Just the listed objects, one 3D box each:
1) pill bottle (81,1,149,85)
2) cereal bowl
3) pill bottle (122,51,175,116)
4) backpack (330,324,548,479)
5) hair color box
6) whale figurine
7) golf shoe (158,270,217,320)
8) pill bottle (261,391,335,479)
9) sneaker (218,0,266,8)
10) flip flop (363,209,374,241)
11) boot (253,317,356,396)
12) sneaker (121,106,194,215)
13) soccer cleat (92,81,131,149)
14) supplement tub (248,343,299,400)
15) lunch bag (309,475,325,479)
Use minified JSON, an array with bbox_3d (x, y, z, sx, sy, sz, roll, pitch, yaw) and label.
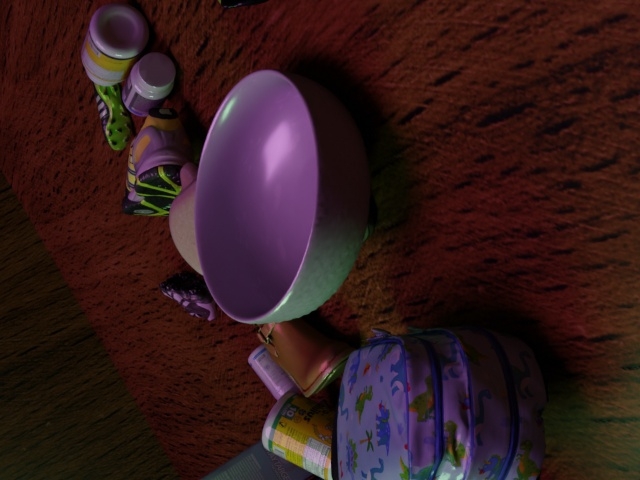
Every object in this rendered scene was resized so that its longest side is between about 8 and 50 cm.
[{"bbox_3d":[-0.371,-0.342,1.843,0.103,0.103,0.184,59,157,1],"label":"pill bottle"},{"bbox_3d":[-0.037,-0.055,1.402,0.339,0.141,0.339,-9,79,57],"label":"cereal bowl"},{"bbox_3d":[-0.300,-0.275,1.814,0.078,0.078,0.137,59,156,0],"label":"pill bottle"},{"bbox_3d":[0.144,0.239,1.331,0.355,0.273,0.290,-17,62,52],"label":"backpack"},{"bbox_3d":[-0.134,0.463,1.973,0.114,0.374,0.185,56,156,10],"label":"hair color box"},{"bbox_3d":[-0.142,-0.064,1.725,0.216,0.141,0.272,42,128,23],"label":"whale figurine"},{"bbox_3d":[-0.288,0.126,2.258,0.198,0.077,0.094,18,134,58],"label":"golf shoe"},{"bbox_3d":[0.011,0.362,1.846,0.208,0.117,0.118,22,141,23],"label":"pill bottle"},{"bbox_3d":[-0.067,-0.333,1.265,0.084,0.097,0.234,60,156,-3],"label":"sneaker"},{"bbox_3d":[0.000,0.000,1.541,0.112,0.080,0.277,57,156,4],"label":"flip flop"},{"bbox_3d":[-0.046,0.153,1.788,0.220,0.109,0.283,55,168,3],"label":"boot"},{"bbox_3d":[-0.295,-0.133,1.947,0.384,0.145,0.147,146,124,-69],"label":"sneaker"},{"bbox_3d":[-0.427,-0.271,2.102,0.072,0.060,0.179,44,147,52],"label":"soccer cleat"},{"bbox_3d":[-0.085,0.254,2.015,0.107,0.071,0.071,51,155,19],"label":"supplement tub"},{"bbox_3d":[-0.013,0.603,1.967,0.239,0.328,0.385,40,151,34],"label":"lunch bag"}]
